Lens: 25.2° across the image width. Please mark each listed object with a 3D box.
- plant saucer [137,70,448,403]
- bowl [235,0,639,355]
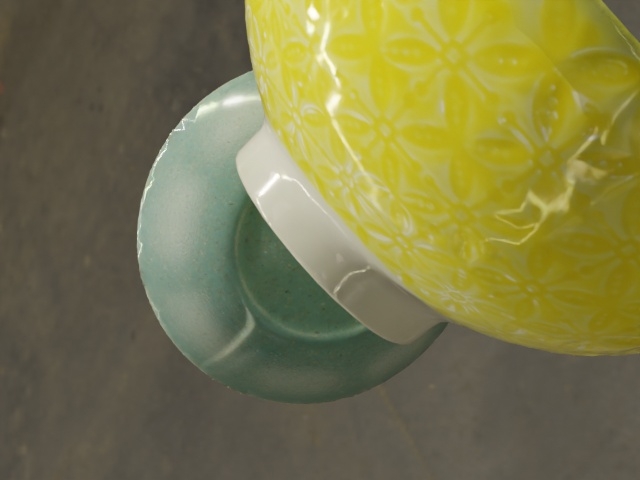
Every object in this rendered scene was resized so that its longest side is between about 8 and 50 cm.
[{"bbox_3d":[0.000,0.000,0.775,0.037,0.195,0.195,-141,64,-72],"label":"plant saucer"},{"bbox_3d":[0.058,-0.046,0.618,0.156,0.289,0.289,-42,47,11],"label":"bowl"}]
